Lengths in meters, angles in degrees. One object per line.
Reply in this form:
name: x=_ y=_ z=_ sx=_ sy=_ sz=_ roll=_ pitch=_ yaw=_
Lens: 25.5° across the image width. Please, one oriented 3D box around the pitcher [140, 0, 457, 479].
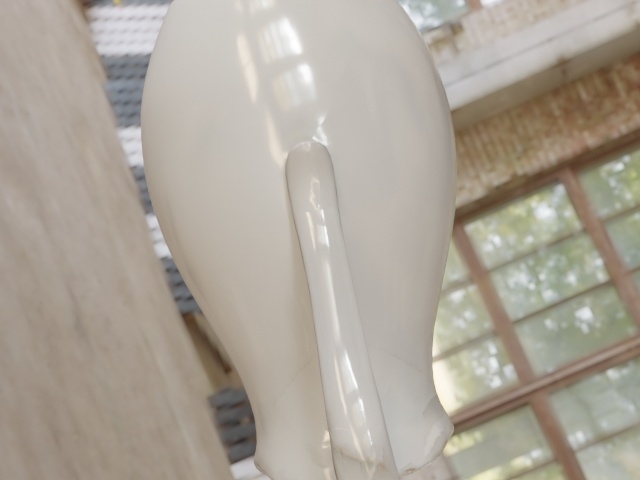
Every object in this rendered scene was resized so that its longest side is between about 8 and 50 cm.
pitcher: x=0.000 y=0.000 z=0.548 sx=0.178 sy=0.125 sz=0.207 roll=-157 pitch=-123 yaw=-84
